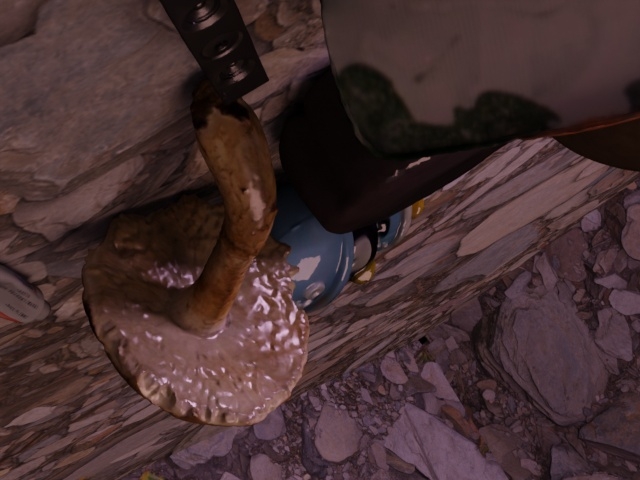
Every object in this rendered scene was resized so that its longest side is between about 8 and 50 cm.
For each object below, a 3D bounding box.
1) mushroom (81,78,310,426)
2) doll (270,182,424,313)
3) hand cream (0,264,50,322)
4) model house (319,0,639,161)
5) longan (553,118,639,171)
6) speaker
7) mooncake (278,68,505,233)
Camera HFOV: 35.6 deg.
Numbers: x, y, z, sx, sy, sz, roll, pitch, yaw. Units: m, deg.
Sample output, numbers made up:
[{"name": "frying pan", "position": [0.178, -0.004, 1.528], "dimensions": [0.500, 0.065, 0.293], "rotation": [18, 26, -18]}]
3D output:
[{"name": "mushroom", "position": [-0.100, 0.040, 0.866], "dimensions": [0.208, 0.233, 0.302], "rotation": [-37, 169, -12]}, {"name": "doll", "position": [0.000, 0.000, 1.143], "dimensions": [0.314, 0.141, 0.177], "rotation": [-22, 161, -46]}, {"name": "hand cream", "position": [-0.297, 0.043, 0.880], "dimensions": [0.052, 0.038, 0.216], "rotation": [-55, 162, -7]}, {"name": "model house", "position": [0.163, -0.175, 0.722], "dimensions": [0.271, 0.190, 0.301], "rotation": [-11, -175, 18]}, {"name": "longan", "position": [0.320, -0.189, 0.972], "dimensions": [0.300, 0.243, 0.300], "rotation": [4, 154, 2]}, {"name": "speaker", "position": [-0.075, -0.145, 0.651], "dimensions": [0.040, 0.046, 0.191], "rotation": [-30, 168, 0]}, {"name": "mooncake", "position": [0.081, -0.104, 0.951], "dimensions": [0.244, 0.133, 0.245], "rotation": [-30, 167, -8]}]
